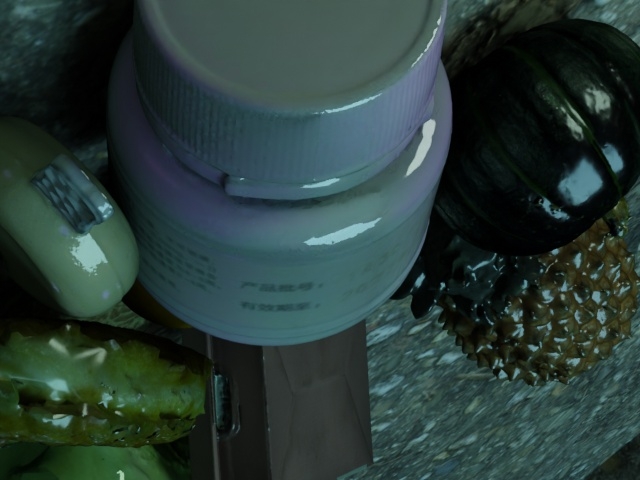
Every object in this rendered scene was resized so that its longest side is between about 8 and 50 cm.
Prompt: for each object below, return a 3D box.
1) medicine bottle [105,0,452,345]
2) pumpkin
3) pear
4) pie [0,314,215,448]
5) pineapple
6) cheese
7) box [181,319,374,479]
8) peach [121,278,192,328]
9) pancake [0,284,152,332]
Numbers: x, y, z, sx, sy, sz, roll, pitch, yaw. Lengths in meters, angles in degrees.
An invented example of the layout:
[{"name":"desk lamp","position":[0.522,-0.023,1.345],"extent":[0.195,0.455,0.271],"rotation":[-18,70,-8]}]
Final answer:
[{"name":"medicine bottle","position":[-0.028,-0.089,1.306],"extent":[0.241,0.241,0.302],"rotation":[-30,158,-19]},{"name":"pumpkin","position":[0.213,-0.087,1.756],"extent":[0.250,0.216,0.250],"rotation":[-42,-174,5]},{"name":"pear","position":[-0.173,0.279,1.781],"extent":[0.176,0.282,0.286],"rotation":[-40,162,19]},{"name":"pie","position":[-0.234,0.114,1.419],"extent":[0.288,0.103,0.354],"rotation":[-9,169,31]},{"name":"pineapple","position":[0.185,0.033,1.990],"extent":[0.223,0.223,0.357],"rotation":[-45,150,17]},{"name":"cheese","position":[-0.167,-0.007,1.268],"extent":[0.071,0.249,0.163],"rotation":[-43,117,-16]},{"name":"box","position":[-0.036,0.131,1.774],"extent":[0.086,0.215,0.215],"rotation":[0,-174,28]},{"name":"peach","position":[-0.114,-0.001,1.515],"extent":[0.138,0.138,0.138],"rotation":[-32,158,-14]},{"name":"pancake","position":[-0.207,0.065,1.635],"extent":[0.212,0.029,0.235],"rotation":[-41,159,7]}]
